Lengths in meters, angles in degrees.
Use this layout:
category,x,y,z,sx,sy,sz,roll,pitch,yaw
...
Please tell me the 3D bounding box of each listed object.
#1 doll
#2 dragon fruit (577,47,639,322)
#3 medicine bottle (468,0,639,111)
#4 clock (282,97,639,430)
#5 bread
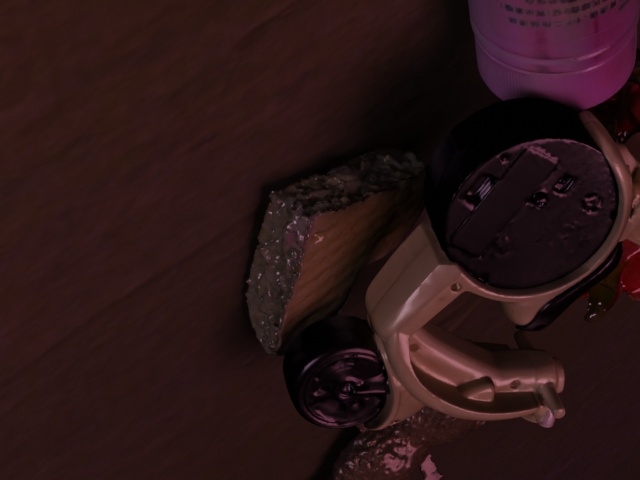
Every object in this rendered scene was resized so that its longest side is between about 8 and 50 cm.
category,x,y,z,sx,sy,sz,roll,pitch,yaw
doll,0.063,0.249,1.876,0.203,0.091,0.286,13,105,-18
dragon fruit,0.317,-0.057,1.739,0.231,0.237,0.302,-24,155,0
medicine bottle,0.199,-0.245,1.472,0.152,0.152,0.254,-36,145,-18
clock,0.162,0.048,1.568,0.276,0.120,0.379,22,119,-28
bread,0.000,0.000,1.569,0.232,0.064,0.172,-51,150,4
